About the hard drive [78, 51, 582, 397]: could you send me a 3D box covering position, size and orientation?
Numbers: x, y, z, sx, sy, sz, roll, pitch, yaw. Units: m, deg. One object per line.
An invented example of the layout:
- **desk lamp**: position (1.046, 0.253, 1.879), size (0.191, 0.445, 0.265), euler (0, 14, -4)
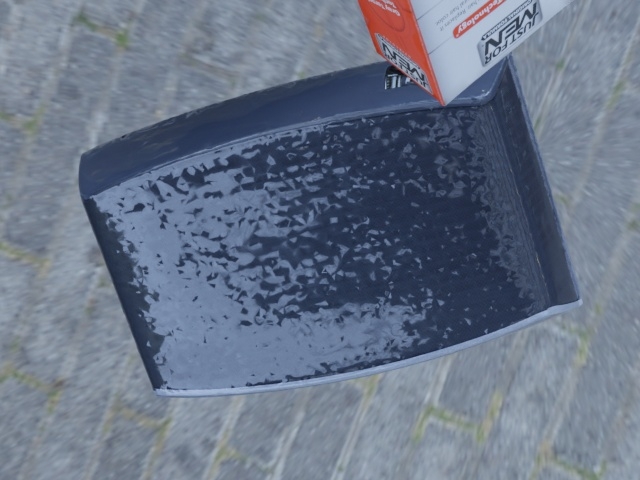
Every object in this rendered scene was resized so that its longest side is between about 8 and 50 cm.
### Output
- **hard drive**: position (0.000, 0.000, 0.936), size (0.254, 0.054, 0.172), euler (-13, 107, 17)

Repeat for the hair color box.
- **hair color box**: position (0.039, -0.119, 0.573), size (0.072, 0.141, 0.043), euler (-39, 52, -12)
